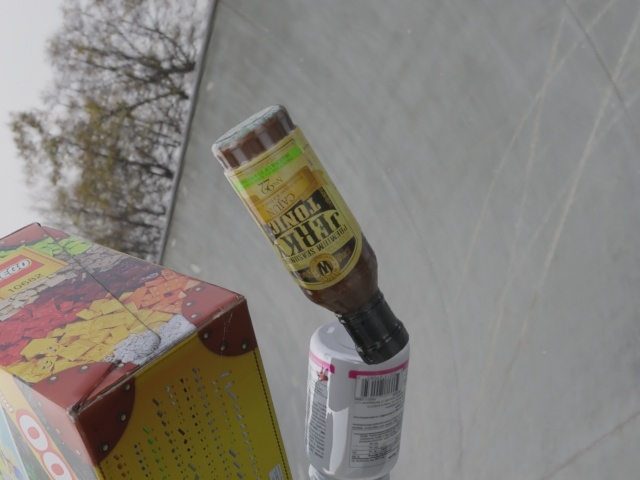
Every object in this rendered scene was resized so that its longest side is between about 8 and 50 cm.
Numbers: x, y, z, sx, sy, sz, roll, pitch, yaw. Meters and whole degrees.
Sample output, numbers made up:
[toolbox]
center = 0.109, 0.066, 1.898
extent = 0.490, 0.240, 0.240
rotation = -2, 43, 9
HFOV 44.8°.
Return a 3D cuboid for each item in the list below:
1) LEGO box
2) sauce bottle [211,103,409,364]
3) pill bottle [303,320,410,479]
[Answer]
[LEGO box]
center = -0.217, 0.266, 0.861
extent = 0.193, 0.372, 0.500
rotation = -34, -55, -38
[sauce bottle]
center = 0.000, 0.000, 0.967
extent = 0.111, 0.344, 0.111
rotation = -32, 14, 9
[pill bottle]
center = 0.054, 0.286, 1.263
extent = 0.160, 0.160, 0.283
rotation = -95, 9, -73
